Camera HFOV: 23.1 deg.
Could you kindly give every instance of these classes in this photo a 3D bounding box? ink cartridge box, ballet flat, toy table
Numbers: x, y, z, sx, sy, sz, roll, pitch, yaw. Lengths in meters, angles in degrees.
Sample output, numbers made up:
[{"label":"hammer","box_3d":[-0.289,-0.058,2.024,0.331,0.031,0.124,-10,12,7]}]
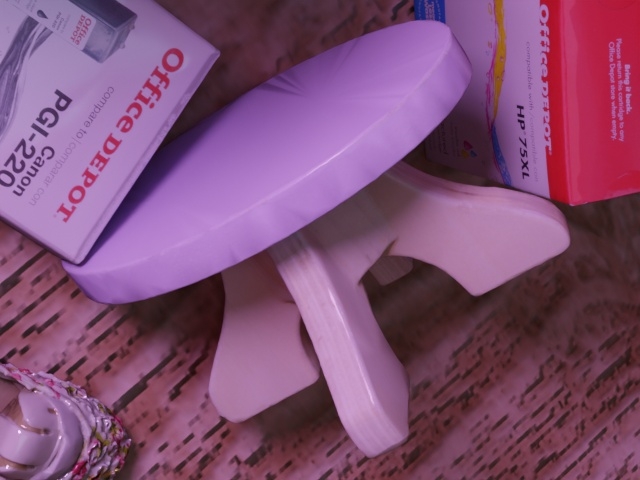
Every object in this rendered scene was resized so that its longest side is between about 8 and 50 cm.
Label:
[{"label":"ink cartridge box","box_3d":[-0.192,-0.110,0.906,0.218,0.092,0.159,36,85,-29]},{"label":"ballet flat","box_3d":[-0.215,0.107,0.950,0.241,0.077,0.091,27,88,-28]},{"label":"ink cartridge box","box_3d":[0.149,-0.103,0.989,0.078,0.231,0.134,-12,106,-23]},{"label":"toy table","box_3d":[0.000,0.000,0.952,0.274,0.252,0.161,-23,117,29]}]
